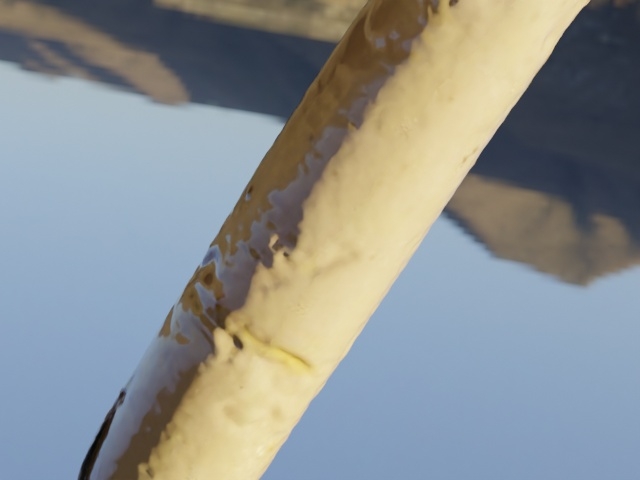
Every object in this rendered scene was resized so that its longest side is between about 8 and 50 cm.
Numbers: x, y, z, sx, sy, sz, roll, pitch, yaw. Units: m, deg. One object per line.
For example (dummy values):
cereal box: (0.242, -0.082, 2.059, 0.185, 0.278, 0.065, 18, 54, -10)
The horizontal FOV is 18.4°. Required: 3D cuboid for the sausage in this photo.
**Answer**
sausage: (-0.001, 0.000, 0.657, 0.065, 0.301, 0.066, 25, -153, -14)
